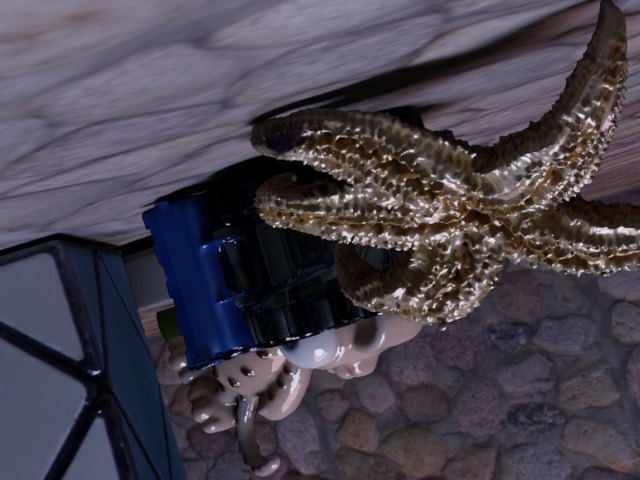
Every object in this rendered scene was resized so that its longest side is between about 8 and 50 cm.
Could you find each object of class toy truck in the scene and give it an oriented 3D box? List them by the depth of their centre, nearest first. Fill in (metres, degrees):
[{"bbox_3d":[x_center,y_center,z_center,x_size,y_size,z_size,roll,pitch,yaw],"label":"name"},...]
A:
[{"bbox_3d":[0.000,0.000,0.925,0.208,0.113,0.126,-18,178,31],"label":"toy truck"}]

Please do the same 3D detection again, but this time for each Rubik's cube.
[{"bbox_3d":[-0.226,0.124,1.049,0.207,0.205,0.205,-18,177,3],"label":"Rubik's cube"}]

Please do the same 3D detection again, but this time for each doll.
[{"bbox_3d":[-0.024,0.061,1.104,0.119,0.154,0.278,-13,153,-39],"label":"doll"}]

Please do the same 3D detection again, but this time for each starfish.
[{"bbox_3d":[0.082,-0.027,0.750,0.238,0.071,0.216,7,144,-5],"label":"starfish"}]

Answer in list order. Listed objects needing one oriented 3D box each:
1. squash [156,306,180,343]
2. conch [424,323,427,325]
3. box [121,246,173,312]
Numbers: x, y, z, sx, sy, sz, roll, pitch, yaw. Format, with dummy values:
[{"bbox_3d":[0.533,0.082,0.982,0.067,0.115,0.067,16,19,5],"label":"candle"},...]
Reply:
[{"bbox_3d":[-0.073,0.082,1.358,0.082,0.082,0.292,-15,-173,-30],"label":"squash"},{"bbox_3d":[0.064,-0.008,1.247,0.143,0.137,0.250,9,155,-2],"label":"conch"},{"bbox_3d":[-0.233,0.065,1.300,0.365,0.051,0.204,-18,179,25],"label":"box"}]
